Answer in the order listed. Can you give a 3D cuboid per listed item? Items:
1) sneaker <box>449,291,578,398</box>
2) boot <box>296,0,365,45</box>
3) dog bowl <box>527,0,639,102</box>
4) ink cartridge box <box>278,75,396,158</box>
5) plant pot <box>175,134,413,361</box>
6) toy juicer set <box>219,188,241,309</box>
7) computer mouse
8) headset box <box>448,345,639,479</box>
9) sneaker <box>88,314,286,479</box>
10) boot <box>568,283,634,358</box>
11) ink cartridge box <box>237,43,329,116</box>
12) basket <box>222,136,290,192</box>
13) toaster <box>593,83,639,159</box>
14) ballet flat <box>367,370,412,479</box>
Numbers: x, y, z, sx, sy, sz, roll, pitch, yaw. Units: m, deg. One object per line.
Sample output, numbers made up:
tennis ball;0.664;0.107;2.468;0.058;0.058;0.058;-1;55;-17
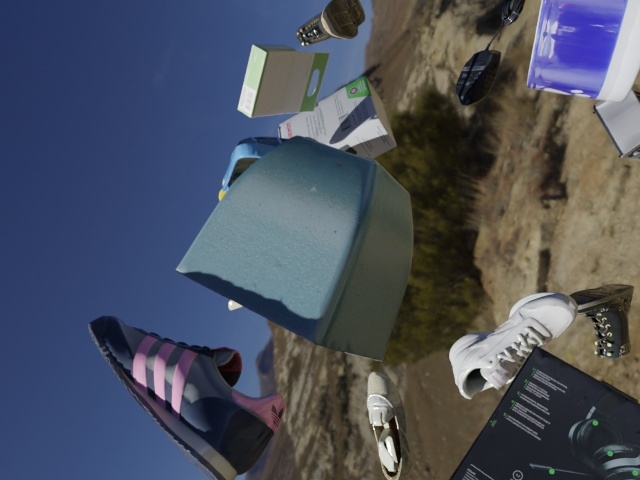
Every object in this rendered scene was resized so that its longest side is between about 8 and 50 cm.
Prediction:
sneaker;0.399;0.223;1.369;0.305;0.114;0.152;-42;20;30
boot;0.000;-0.396;1.268;0.077;0.137;0.198;65;-154;-13
dog bowl;0.297;-0.286;0.711;0.265;0.104;0.265;12;-90;-74
ink cartridge box;0.041;-0.293;1.859;0.121;0.289;0.211;48;-157;-41
plant pot;0.000;0.000;0.969;0.252;0.247;0.247;-65;-29;-3
toy juicer set;-0.135;0.013;1.664;0.089;0.209;0.329;-39;-52;-67
computer mouse;0.313;-0.346;1.199;0.242;0.041;0.071;-62;27;1
headset box;0.349;0.322;0.938;0.283;0.246;0.131;-55;-30;-10
sneaker;-0.173;0.173;0.859;0.131;0.319;0.112;-41;-36;-21
boot;0.688;0.208;1.646;0.085;0.236;0.179;7;103;56
ink cartridge box;-0.090;-0.405;1.699;0.235;0.056;0.171;-19;-46;-48
basket;-0.062;-0.097;1.231;0.289;0.254;0.201;152;124;-65
toaster;0.790;-0.302;1.698;0.110;0.168;0.186;-37;66;39
ballet flat;0.103;0.284;1.020;0.052;0.057;0.168;-20;-86;-56
